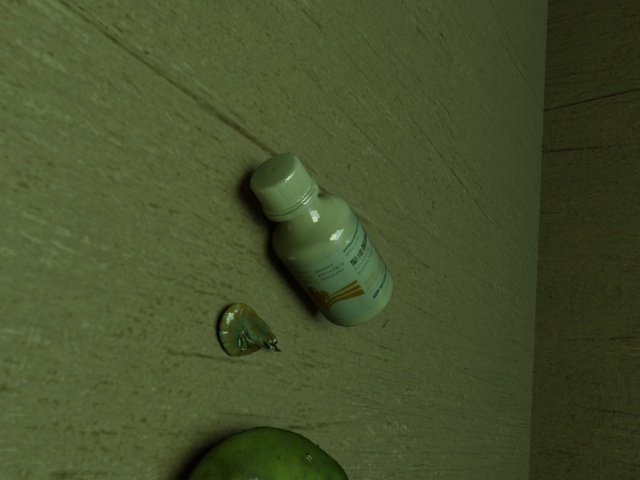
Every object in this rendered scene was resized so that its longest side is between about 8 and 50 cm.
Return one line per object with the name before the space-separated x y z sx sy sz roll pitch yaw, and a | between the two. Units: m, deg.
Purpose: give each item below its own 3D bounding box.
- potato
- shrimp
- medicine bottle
potato | -0.060 0.285 0.647 0.251 0.113 0.149 23 76 -44
shrimp | -0.087 0.117 0.694 0.059 0.023 0.108 -59 135 -26
medicine bottle | 0.000 0.000 0.747 0.252 0.114 0.114 56 45 -37
